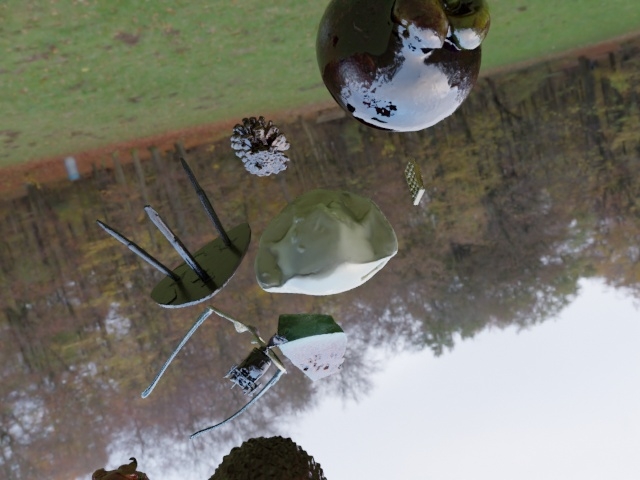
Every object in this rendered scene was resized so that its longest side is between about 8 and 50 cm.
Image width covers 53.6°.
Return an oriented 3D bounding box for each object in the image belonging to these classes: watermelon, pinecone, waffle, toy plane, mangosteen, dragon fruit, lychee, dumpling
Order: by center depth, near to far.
[{"bbox_3d":[-0.115,0.210,1.033,0.078,0.053,0.197,-52,-179,-35],"label":"toy plane"},{"bbox_3d":[0.138,-0.327,1.079,0.297,0.296,0.313,-14,-169,-4],"label":"mangosteen"},{"bbox_3d":[-0.349,0.457,1.096,0.133,0.136,0.166,-27,180,-20],"label":"dragon fruit"},{"bbox_3d":[-0.109,0.536,1.266,0.264,0.264,0.300,-10,-143,18],"label":"lychee"},{"bbox_3d":[-0.008,0.260,1.513,0.154,0.241,0.094,-7,-131,3],"label":"watermelon"},{"bbox_3d":[0.000,0.000,1.756,0.395,0.315,0.233,-22,147,6],"label":"dumpling"},{"bbox_3d":[-0.182,-0.285,1.900,0.150,0.195,0.179,-40,159,-15],"label":"pinecone"},{"bbox_3d":[0.290,-0.186,1.945,0.021,0.135,0.092,-4,151,-10],"label":"waffle"}]

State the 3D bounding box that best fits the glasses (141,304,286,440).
[{"bbox_3d":[-0.186,0.223,1.105,0.220,0.190,0.088,-42,161,-31],"label":"glasses"}]

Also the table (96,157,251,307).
[{"bbox_3d":[-0.345,-0.015,1.516,0.317,0.249,0.317,-29,-155,14],"label":"table"}]
